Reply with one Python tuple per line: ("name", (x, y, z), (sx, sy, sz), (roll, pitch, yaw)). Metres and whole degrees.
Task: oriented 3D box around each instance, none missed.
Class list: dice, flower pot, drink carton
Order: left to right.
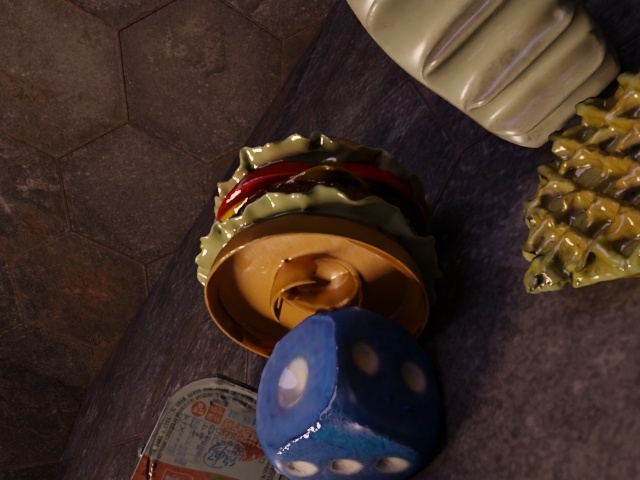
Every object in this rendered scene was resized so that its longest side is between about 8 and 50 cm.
("drink carton", (-0.156, 0.294, 0.839), (0.189, 0.185, 0.191), (149, 143, -73))
("dice", (0.028, 0.161, 0.581), (0.146, 0.146, 0.143), (-45, 28, 36))
("flower pot", (0.159, -0.266, 0.629), (0.164, 0.254, 0.367), (-45, 22, 29))

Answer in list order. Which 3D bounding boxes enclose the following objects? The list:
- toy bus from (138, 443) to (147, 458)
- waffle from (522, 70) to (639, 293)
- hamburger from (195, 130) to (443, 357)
("toy bus", (-0.310, 0.463, 1.077), (0.081, 0.089, 0.195), (-42, 29, 42))
("waffle", (0.253, -0.056, 0.453), (0.223, 0.054, 0.204), (-30, 35, 55))
("hamburger", (0.000, 0.000, 0.676), (0.274, 0.274, 0.212), (-45, 27, 37))
